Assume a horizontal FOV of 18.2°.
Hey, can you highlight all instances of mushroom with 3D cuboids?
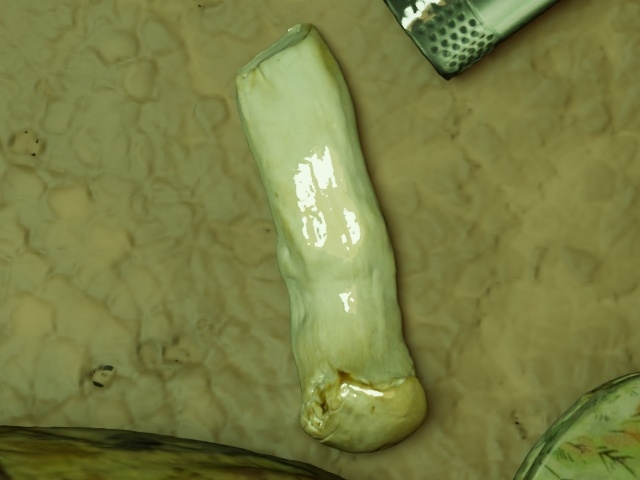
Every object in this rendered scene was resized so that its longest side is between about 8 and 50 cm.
[{"bbox_3d":[0.003,-0.001,0.916,0.059,0.054,0.202,-11,87,0],"label":"mushroom"}]

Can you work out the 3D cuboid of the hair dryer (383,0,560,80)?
[{"bbox_3d":[0.125,-0.263,0.867,0.320,0.156,0.284,-27,103,7],"label":"hair dryer"}]

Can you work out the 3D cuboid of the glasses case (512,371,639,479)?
[{"bbox_3d":[0.271,0.216,0.904,0.425,0.098,0.156,33,85,-2],"label":"glasses case"}]

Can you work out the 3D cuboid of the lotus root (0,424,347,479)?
[{"bbox_3d":[-0.043,0.209,0.807,0.250,0.316,0.316,-5,92,-18],"label":"lotus root"}]
